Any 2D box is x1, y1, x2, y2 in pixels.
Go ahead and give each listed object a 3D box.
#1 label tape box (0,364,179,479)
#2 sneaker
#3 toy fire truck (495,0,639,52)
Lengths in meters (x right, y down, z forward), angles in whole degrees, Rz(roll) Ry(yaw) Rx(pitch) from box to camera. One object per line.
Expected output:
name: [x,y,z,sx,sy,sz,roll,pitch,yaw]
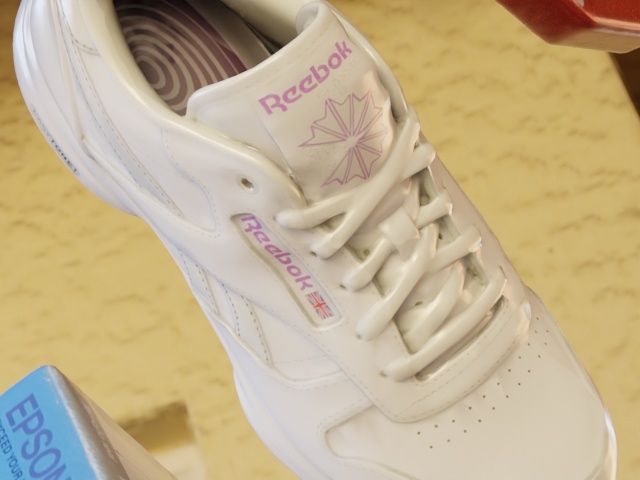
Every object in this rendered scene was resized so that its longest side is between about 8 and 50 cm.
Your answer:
label tape box: [0.005,0.222,0.557,0.106,0.240,0.333,-41,-54,1]
sneaker: [0.000,0.000,0.622,0.114,0.305,0.152,-45,2,-18]
toy fire truck: [0.175,-0.254,1.095,0.169,0.302,0.254,-20,-38,40]
